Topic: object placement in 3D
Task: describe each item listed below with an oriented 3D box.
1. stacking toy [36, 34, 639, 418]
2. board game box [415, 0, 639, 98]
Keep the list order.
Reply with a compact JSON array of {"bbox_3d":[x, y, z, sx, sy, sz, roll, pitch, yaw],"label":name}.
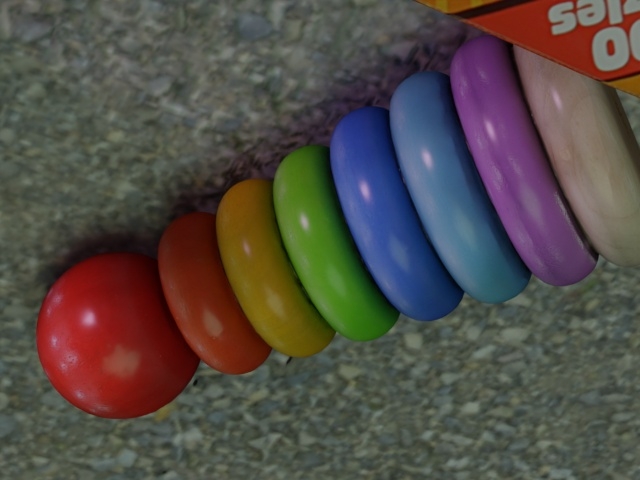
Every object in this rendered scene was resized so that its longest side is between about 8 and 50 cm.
[{"bbox_3d":[0.000,0.000,0.915,0.330,0.141,0.141,-22,129,13],"label":"stacking toy"},{"bbox_3d":[0.008,-0.326,0.496,0.356,0.356,0.356,20,121,-25],"label":"board game box"}]
